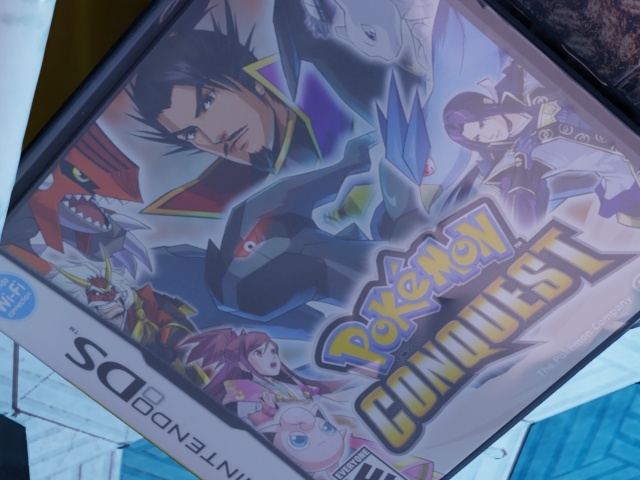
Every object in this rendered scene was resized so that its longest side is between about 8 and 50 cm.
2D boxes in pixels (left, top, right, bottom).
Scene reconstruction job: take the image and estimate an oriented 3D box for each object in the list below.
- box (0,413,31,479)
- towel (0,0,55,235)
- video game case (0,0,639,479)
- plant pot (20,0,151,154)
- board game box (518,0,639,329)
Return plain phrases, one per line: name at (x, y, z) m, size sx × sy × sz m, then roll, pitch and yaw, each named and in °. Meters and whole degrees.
box at (-0.293, 0.221, 1.128) m, size 0.180 × 0.147 × 0.077 m, roll -35°, pitch 133°, yaw 23°
towel at (-0.230, -0.116, 0.661) m, size 0.090 × 0.320 × 0.374 m, roll -14°, pitch 143°, yaw -34°
video game case at (0.000, 0.000, 0.699) m, size 0.248 × 0.035 × 0.275 m, roll 39°, pitch 117°, yaw -13°
plant pot at (-0.042, -0.112, 0.822) m, size 0.188 × 0.205 × 0.205 m, roll -1°, pitch 138°, yaw -36°
board game box at (0.188, -0.064, 0.839) m, size 0.232 × 0.141 × 0.291 m, roll -39°, pitch 164°, yaw 25°
